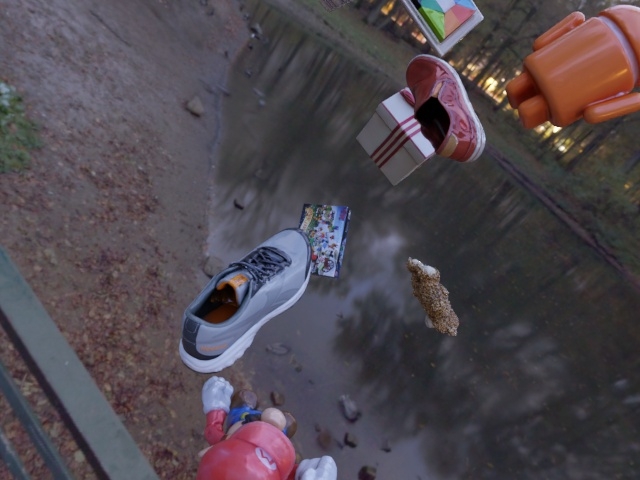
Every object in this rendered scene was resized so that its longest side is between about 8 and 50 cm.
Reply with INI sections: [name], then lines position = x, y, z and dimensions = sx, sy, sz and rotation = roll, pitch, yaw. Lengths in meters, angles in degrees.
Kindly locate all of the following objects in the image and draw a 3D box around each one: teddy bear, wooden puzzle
[teddy bear]
position = 0.414, 0.218, 1.686
dimensions = 0.245, 0.113, 0.338
rotation = 42, -19, 52
[wooden puzzle]
position = 0.323, -0.639, 1.185
dimensions = 0.239, 0.044, 0.221
rotation = -46, 103, -23

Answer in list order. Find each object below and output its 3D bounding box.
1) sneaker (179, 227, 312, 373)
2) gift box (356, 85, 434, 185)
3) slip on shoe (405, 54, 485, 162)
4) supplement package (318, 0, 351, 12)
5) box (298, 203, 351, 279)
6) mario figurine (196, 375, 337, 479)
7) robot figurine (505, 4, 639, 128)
[sneaker]
position = -0.093, 0.064, 0.635
dimensions = 0.100, 0.108, 0.271
rotation = 26, 48, 17
[gift box]
position = 0.309, -0.382, 1.467
dimensions = 0.276, 0.258, 0.255
rotation = -42, 90, -23
[slip on shoe]
position = 0.258, -0.310, 1.001
dimensions = 0.101, 0.123, 0.331
rotation = 0, 55, -21
[supplement package]
position = 0.079, -0.912, 1.465
dimensions = 0.149, 0.203, 0.194
rotation = 33, 67, -42
[box]
position = 0.000, 0.000, 1.440
dimensions = 0.159, 0.233, 0.044
rotation = 6, -14, 22
[mario figurine]
position = -0.085, 0.294, 0.684
dimensions = 0.198, 0.320, 0.170
rotation = -6, 83, -6
[robot figurine]
position = 0.399, -0.255, 0.665
dimensions = 0.128, 0.219, 0.158
rotation = 49, 26, -27
